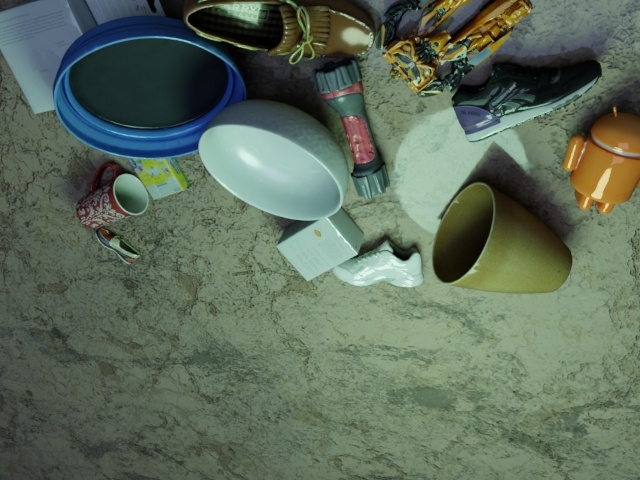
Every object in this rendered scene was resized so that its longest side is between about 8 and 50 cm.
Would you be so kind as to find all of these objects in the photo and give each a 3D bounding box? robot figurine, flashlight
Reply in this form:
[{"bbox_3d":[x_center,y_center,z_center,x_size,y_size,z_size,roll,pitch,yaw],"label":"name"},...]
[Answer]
[{"bbox_3d":[0.590,-0.162,1.205,0.158,0.128,0.219,37,134,34],"label":"robot figurine"},{"bbox_3d":[0.074,-0.238,1.307,0.103,0.103,0.303,-23,114,-10],"label":"flashlight"},{"bbox_3d":[0.245,-0.408,1.162,0.211,0.085,0.291,45,123,-14],"label":"robot figurine"}]

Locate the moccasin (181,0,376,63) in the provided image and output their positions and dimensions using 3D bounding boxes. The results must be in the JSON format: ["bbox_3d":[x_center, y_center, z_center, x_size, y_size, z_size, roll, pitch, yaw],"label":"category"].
[{"bbox_3d":[-0.073,-0.420,1.160,0.380,0.146,0.139,9,136,-20],"label":"moccasin"}]

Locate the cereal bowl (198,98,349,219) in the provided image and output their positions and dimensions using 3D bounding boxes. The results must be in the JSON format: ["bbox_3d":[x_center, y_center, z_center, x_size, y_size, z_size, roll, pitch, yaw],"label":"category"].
[{"bbox_3d":[-0.089,-0.193,1.332,0.339,0.141,0.339,18,153,9],"label":"cereal bowl"}]

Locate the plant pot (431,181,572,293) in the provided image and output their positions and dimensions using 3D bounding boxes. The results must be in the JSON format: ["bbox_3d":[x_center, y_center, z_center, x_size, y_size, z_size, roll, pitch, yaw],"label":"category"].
[{"bbox_3d":[0.419,0.025,1.338,0.255,0.237,0.237,20,127,-16],"label":"plant pot"}]

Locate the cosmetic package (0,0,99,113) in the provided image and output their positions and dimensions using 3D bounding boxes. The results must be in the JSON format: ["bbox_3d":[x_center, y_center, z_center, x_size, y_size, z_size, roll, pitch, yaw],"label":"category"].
[{"bbox_3d":[-0.575,-0.432,1.345,0.224,0.138,0.224,-6,123,19],"label":"cosmetic package"}]

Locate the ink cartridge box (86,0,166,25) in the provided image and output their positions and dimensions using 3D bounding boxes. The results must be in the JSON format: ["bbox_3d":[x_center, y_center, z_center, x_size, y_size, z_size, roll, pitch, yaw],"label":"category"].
[{"bbox_3d":[-0.401,-0.497,1.241,0.180,0.045,0.145,-1,131,23],"label":"ink cartridge box"}]

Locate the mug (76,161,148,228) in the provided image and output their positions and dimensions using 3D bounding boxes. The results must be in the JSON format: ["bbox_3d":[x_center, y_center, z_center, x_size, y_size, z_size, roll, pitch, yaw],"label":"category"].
[{"bbox_3d":[-0.557,-0.113,1.592,0.169,0.150,0.113,-19,152,30],"label":"mug"}]

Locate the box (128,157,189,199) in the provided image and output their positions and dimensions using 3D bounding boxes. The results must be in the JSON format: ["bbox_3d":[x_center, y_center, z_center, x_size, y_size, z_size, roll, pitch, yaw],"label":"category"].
[{"bbox_3d":[-0.424,-0.198,1.518,0.105,0.043,0.179,-13,121,24],"label":"box"}]

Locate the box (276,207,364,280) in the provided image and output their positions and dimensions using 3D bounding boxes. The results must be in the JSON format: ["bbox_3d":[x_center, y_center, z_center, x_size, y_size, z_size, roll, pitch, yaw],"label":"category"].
[{"bbox_3d":[0.000,0.000,1.500,0.171,0.091,0.130,-30,111,30],"label":"box"}]

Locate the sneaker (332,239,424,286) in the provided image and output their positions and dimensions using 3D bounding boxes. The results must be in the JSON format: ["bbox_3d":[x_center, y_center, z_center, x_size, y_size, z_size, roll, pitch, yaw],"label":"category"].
[{"bbox_3d":[0.145,0.049,1.506,0.232,0.090,0.115,0,116,5],"label":"sneaker"}]

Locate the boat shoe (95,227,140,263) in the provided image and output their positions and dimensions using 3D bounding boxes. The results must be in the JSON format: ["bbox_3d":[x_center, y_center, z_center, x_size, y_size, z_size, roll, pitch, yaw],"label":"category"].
[{"bbox_3d":[-0.575,0.010,1.696,0.043,0.049,0.137,-34,111,28],"label":"boat shoe"}]

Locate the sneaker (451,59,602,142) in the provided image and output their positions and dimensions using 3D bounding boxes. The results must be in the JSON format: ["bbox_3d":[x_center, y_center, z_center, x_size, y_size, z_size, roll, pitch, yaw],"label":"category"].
[{"bbox_3d":[0.397,-0.304,1.181,0.284,0.107,0.124,-22,108,27],"label":"sneaker"}]

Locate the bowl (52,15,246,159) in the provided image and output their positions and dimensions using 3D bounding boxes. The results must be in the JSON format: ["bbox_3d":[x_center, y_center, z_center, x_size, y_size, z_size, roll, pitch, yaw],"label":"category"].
[{"bbox_3d":[-0.357,-0.314,1.272,0.392,0.077,0.391,-11,156,-5],"label":"bowl"}]
